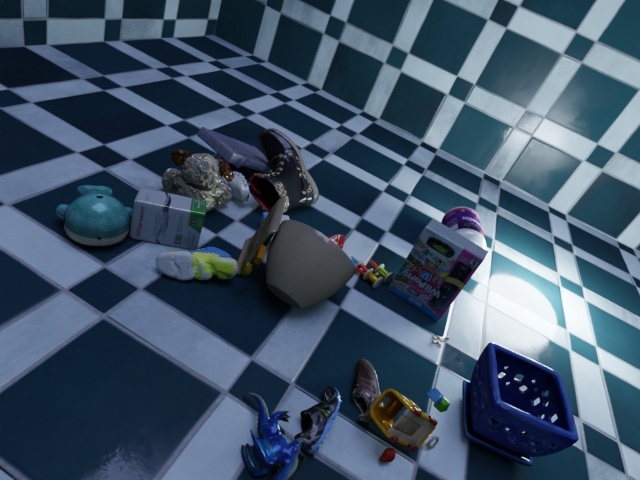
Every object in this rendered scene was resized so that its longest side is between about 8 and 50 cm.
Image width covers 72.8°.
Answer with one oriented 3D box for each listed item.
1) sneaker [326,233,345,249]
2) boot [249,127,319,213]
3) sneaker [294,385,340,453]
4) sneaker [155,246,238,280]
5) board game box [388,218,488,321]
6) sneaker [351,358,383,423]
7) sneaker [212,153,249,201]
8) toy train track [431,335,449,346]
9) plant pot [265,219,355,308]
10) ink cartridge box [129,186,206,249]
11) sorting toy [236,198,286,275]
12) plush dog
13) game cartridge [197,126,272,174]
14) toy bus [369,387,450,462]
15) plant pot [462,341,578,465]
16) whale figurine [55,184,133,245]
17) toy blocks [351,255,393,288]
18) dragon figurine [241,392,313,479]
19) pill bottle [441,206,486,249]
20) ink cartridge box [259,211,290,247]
[{"bbox_3d":[0.000,0.000,1.655,0.128,0.086,0.221,20,10,25],"label":"sneaker"},{"bbox_3d":[-0.184,-0.279,1.779,0.377,0.138,0.284,60,34,-4],"label":"boot"},{"bbox_3d":[-0.006,0.427,1.070,0.078,0.067,0.188,34,37,3],"label":"sneaker"},{"bbox_3d":[-0.379,0.067,1.344,0.240,0.091,0.126,10,15,-17],"label":"sneaker"},{"bbox_3d":[0.415,0.109,1.560,0.224,0.303,0.097,33,34,14],"label":"board game box"},{"bbox_3d":[0.116,0.402,1.182,0.071,0.066,0.188,8,36,-21],"label":"sneaker"},{"bbox_3d":[-0.390,-0.239,1.740,0.118,0.110,0.292,-24,51,-36],"label":"sneaker"},{"bbox_3d":[0.418,0.342,1.502,0.083,0.014,0.048,-3,42,-36],"label":"toy train track"},{"bbox_3d":[-0.062,0.097,1.356,0.284,0.284,0.190,32,70,12],"label":"plant pot"},{"bbox_3d":[-0.483,-0.067,1.383,0.209,0.153,0.086,12,35,-20],"label":"ink cartridge box"},{"bbox_3d":[-0.195,0.016,1.392,0.041,0.229,0.307,34,30,-17],"label":"sorting toy"},{"bbox_3d":[-0.435,-0.208,1.541,0.263,0.225,0.210,15,34,-14],"label":"plush dog"},{"bbox_3d":[-0.339,-0.372,1.893,0.230,0.068,0.355,46,18,24],"label":"game cartridge"},{"bbox_3d":[0.212,0.450,1.101,0.191,0.202,0.104,-10,31,-29],"label":"toy bus"},{"bbox_3d":[0.529,0.467,1.218,0.236,0.212,0.236,25,34,1],"label":"plant pot"},{"bbox_3d":[-0.679,-0.105,1.322,0.217,0.141,0.272,2,39,-30],"label":"whale figurine"},{"bbox_3d":[0.188,0.106,1.652,0.123,0.054,0.148,-18,51,-45],"label":"toy blocks"},{"bbox_3d":[-0.118,0.452,0.949,0.144,0.085,0.289,-15,51,-44],"label":"dragon figurine"},{"bbox_3d":[0.654,-0.013,1.992,0.182,0.181,0.322,23,33,-3],"label":"pill bottle"},{"bbox_3d":[-0.157,-0.023,1.608,0.105,0.061,0.181,7,36,-24],"label":"ink cartridge box"}]
